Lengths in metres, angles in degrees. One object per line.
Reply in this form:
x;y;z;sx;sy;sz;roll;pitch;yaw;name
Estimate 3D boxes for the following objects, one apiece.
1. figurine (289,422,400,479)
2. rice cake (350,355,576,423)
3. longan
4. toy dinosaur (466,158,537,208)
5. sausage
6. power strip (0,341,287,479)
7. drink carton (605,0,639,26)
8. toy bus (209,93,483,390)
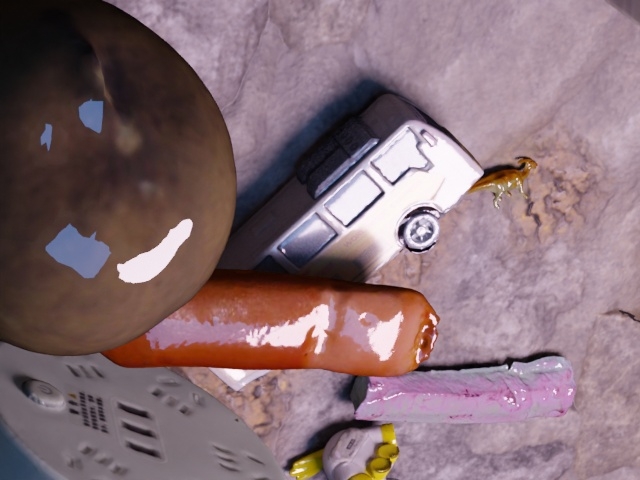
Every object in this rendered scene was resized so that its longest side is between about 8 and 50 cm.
0.058;0.284;2.159;0.129;0.109;0.178;-10;130;34;figurine
0.165;0.166;2.168;0.290;0.051;0.081;4;118;-28;rice cake
-0.226;-0.060;1.689;0.319;0.319;0.319;-12;123;-19;longan
0.187;-0.054;2.061;0.113;0.026;0.041;-25;120;-22;toy dinosaur
-0.055;0.077;1.873;0.348;0.094;0.097;3;109;-18;sausage
-0.196;0.243;1.854;0.357;0.357;0.161;17;111;-33;power strip
0.435;-0.251;1.882;0.132;0.324;0.194;-1;121;-30;drink carton
0.000;0.000;1.963;0.342;0.097;0.138;-43;121;4;toy bus
